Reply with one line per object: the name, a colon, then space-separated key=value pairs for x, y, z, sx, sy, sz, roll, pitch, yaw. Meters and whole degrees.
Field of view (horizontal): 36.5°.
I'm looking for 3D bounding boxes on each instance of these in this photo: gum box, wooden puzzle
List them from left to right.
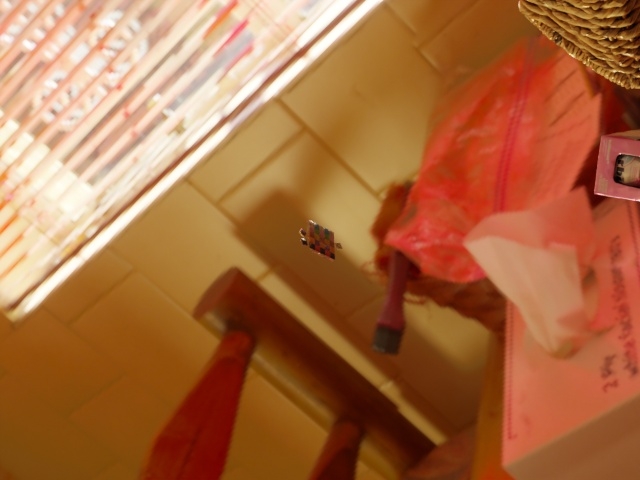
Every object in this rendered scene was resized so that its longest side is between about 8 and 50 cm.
wooden puzzle: x=0.000 y=0.000 z=1.394 sx=0.006 sy=0.083 sz=0.049 roll=-33 pitch=45 yaw=36
gum box: x=0.370 y=-0.078 z=1.002 sx=0.107 sy=0.062 sz=0.188 roll=14 pitch=18 yaw=38

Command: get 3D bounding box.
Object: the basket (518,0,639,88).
basket: x=0.393 y=-0.365 z=1.221 sx=0.299 sy=0.223 sz=0.213 roll=-43 pitch=31 yaw=-10
